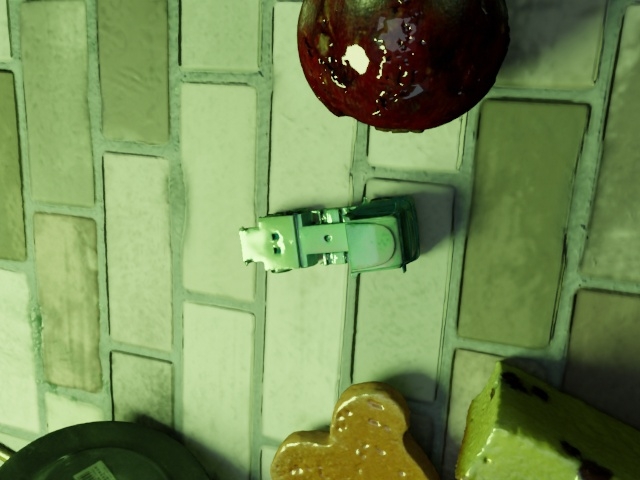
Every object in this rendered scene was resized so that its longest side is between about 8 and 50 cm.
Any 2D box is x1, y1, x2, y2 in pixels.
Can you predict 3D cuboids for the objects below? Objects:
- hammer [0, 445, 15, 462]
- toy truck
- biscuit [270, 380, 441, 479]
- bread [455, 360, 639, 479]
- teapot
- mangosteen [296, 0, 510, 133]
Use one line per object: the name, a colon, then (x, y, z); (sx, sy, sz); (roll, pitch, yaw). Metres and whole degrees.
hammer: (-0.422, 0.284, 0.824); (0.182, 0.017, 0.062); (24, 110, 11)
toy truck: (0.000, 0.000, 0.572); (0.175, 0.081, 0.067); (-4, 99, 20)
biscuit: (0.093, 0.304, 0.630); (0.205, 0.049, 0.324); (-42, 86, 25)
bread: (0.292, 0.226, 0.494); (0.361, 0.138, 0.077); (26, 108, 12)
teapot: (-0.211, 0.356, 0.694); (0.239, 0.321, 0.240); (52, 135, 43)
mangosteen: (0.065, -0.173, 0.465); (0.166, 0.166, 0.180); (17, 105, 15)
